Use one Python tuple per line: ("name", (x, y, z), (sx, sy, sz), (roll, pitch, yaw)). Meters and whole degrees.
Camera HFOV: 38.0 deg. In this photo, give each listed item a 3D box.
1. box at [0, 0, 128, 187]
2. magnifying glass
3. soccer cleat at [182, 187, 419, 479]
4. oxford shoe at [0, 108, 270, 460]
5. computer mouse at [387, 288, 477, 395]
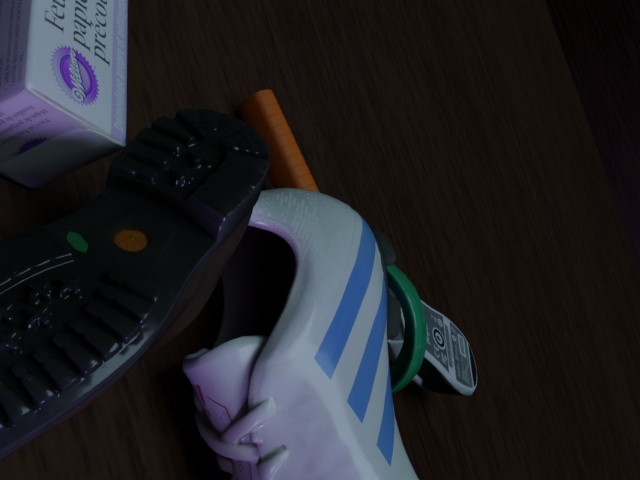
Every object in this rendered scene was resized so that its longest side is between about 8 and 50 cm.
("box", (-0.147, -0.186, 0.502), (0.063, 0.067, 0.324), (33, 43, -50))
("magnifying glass", (0.000, 0.000, 0.640), (0.026, 0.092, 0.231), (-3, 64, -59))
("soccer cleat", (-0.011, 0.124, 0.513), (0.143, 0.116, 0.331), (10, 60, -42))
("oxford shoe", (-0.101, 0.036, 0.410), (0.082, 0.096, 0.227), (34, 46, 15))
("computer mouse", (0.060, 0.072, 0.738), (0.193, 0.042, 0.106), (41, 33, -35))
